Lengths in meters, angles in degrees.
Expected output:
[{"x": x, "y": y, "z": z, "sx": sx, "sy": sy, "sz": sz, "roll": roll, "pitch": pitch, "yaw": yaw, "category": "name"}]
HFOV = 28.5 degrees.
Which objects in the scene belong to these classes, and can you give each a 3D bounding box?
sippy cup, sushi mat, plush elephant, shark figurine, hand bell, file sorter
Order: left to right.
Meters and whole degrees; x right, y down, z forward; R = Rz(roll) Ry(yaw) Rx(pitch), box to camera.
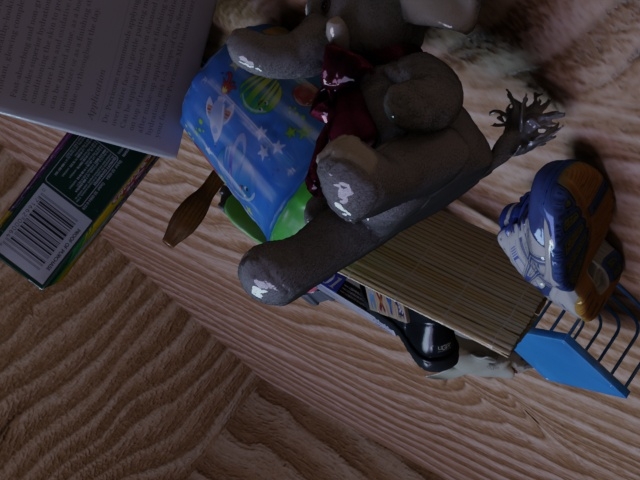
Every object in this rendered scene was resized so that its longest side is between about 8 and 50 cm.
[{"x": -0.145, "y": -0.090, "z": 1.781, "sx": 0.126, "sy": 0.242, "sz": 0.126, "roll": 35, "pitch": 167, "yaw": 9, "category": "hand bell"}, {"x": -0.032, "y": -0.123, "z": 1.454, "sx": 0.224, "sy": 0.305, "sz": 0.240, "roll": 44, "pitch": -164, "yaw": 12, "category": "sippy cup"}, {"x": 0.038, "y": -0.143, "z": 1.162, "sx": 0.255, "sy": 0.330, "sz": 0.272, "roll": 57, "pitch": 156, "yaw": 10, "category": "plush elephant"}, {"x": 0.132, "y": 0.021, "z": 1.581, "sx": 0.316, "sy": 0.151, "sz": 0.019, "roll": 26, "pitch": 147, "yaw": 15, "category": "sushi mat"}, {"x": 0.217, "y": 0.140, "z": 1.978, "sx": 0.166, "sy": 0.116, "sz": 0.278, "roll": -9, "pitch": 154, "yaw": 24, "category": "shark figurine"}, {"x": 0.320, "y": 0.112, "z": 1.580, "sx": 0.118, "sy": 0.104, "sz": 0.170, "roll": 42, "pitch": 166, "yaw": -19, "category": "file sorter"}]

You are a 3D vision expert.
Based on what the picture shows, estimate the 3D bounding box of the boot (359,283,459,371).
[{"x": 0.130, "y": 0.044, "z": 1.828, "sx": 0.246, "sy": 0.094, "sz": 0.207, "roll": -125, "pitch": 25, "yaw": -49, "category": "boot"}]

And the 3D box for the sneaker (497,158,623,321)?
[{"x": 0.241, "y": -0.006, "z": 1.366, "sx": 0.131, "sy": 0.112, "sz": 0.296, "roll": 30, "pitch": 165, "yaw": 27, "category": "sneaker"}]

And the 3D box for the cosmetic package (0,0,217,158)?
[{"x": -0.361, "y": -0.257, "z": 1.420, "sx": 0.453, "sy": 0.230, "sz": 0.161, "roll": 14, "pitch": -178, "yaw": -36, "category": "cosmetic package"}]

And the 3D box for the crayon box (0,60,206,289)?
[{"x": -0.300, "y": -0.106, "z": 1.766, "sx": 0.106, "sy": 0.363, "sz": 0.313, "roll": 38, "pitch": 176, "yaw": -5, "category": "crayon box"}]

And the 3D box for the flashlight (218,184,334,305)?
[{"x": -0.066, "y": -0.001, "z": 2.166, "sx": 0.103, "sy": 0.103, "sz": 0.304, "roll": -14, "pitch": 142, "yaw": 29, "category": "flashlight"}]

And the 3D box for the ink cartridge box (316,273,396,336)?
[{"x": 0.065, "y": 0.064, "z": 2.088, "sx": 0.207, "sy": 0.097, "sz": 0.046, "roll": 31, "pitch": 166, "yaw": 24, "category": "ink cartridge box"}]

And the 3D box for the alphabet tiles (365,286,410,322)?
[{"x": 0.088, "y": 0.015, "z": 1.750, "sx": 0.237, "sy": 0.009, "sz": 0.198, "roll": -167, "pitch": 63, "yaw": -73, "category": "alphabet tiles"}]
